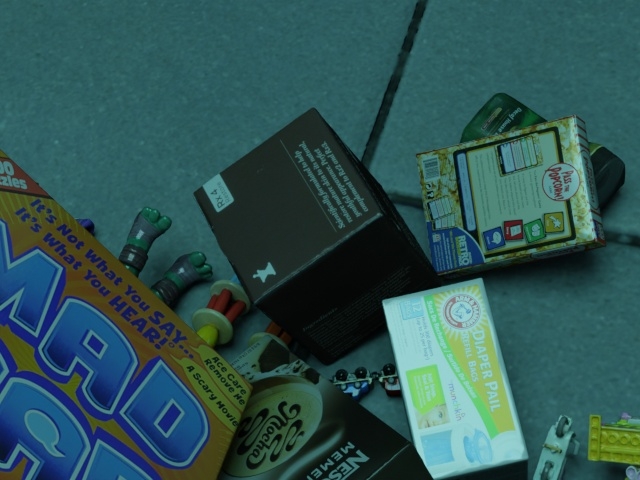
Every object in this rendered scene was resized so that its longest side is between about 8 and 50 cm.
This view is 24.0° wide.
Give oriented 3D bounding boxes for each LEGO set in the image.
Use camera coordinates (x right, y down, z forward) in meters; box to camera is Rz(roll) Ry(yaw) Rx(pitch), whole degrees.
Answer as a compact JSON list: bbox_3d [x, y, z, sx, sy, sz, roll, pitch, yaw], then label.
[{"bbox_3d":[0.368,0.247,1.530,0.287,0.107,0.132,27,101,20],"label":"LEGO set"}]

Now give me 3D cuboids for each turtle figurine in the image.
[{"bbox_3d":[-0.220,0.085,1.696,0.118,0.175,0.234,3,48,33],"label":"turtle figurine"}]

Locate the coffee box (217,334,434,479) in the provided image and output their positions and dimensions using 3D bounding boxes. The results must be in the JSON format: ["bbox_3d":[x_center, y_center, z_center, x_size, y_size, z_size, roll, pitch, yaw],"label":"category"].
[{"bbox_3d":[-0.024,0.232,1.508,0.168,0.119,0.297,-38,32,-15],"label":"coffee box"}]

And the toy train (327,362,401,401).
[{"bbox_3d":[0.085,0.154,1.663,0.158,0.027,0.036,-7,68,5],"label":"toy train"}]

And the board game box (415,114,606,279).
[{"bbox_3d":[0.211,-0.046,1.694,0.193,0.045,0.147,-12,77,24],"label":"board game box"}]

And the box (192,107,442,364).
[{"bbox_3d":[0.000,0.000,1.652,0.167,0.203,0.168,-34,58,6],"label":"box"}]

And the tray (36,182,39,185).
[{"bbox_3d":[-0.525,0.050,1.758,0.410,0.076,0.203,-4,92,7],"label":"tray"}]

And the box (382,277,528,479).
[{"bbox_3d":[0.141,0.157,1.582,0.114,0.103,0.203,-14,68,2],"label":"box"}]

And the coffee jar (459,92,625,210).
[{"bbox_3d":[0.258,-0.092,1.755,0.184,0.079,0.096,32,69,26],"label":"coffee jar"}]

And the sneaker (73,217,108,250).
[{"bbox_3d":[-0.283,0.037,1.783,0.071,0.068,0.170,-12,56,-4],"label":"sneaker"}]

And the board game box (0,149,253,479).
[{"bbox_3d":[-0.343,0.206,1.371,0.356,0.356,0.356,-34,20,33],"label":"board game box"}]

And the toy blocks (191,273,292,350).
[{"bbox_3d":[-0.082,0.097,1.713,0.123,0.054,0.148,21,47,11],"label":"toy blocks"}]
